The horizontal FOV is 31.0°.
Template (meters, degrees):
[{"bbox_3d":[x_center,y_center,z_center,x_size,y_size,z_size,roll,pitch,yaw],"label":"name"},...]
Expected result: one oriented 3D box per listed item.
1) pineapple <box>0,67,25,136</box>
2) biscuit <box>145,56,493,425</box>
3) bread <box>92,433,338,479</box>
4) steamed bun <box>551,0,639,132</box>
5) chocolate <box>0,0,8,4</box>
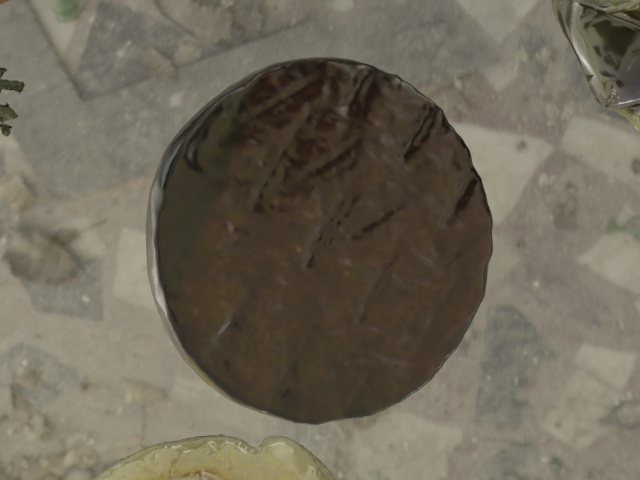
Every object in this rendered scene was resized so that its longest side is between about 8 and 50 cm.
[{"bbox_3d":[-0.362,-0.190,1.016,0.169,0.169,0.340,-13,124,16],"label":"pineapple"},{"bbox_3d":[0.000,0.000,1.296,0.407,0.091,0.407,-1,93,-18],"label":"biscuit"},{"bbox_3d":[-0.050,0.171,0.591,0.148,0.141,0.134,-17,74,0],"label":"bread"},{"bbox_3d":[0.271,-0.192,0.782,0.206,0.320,0.275,-18,154,-18],"label":"steamed bun"},{"bbox_3d":[-0.398,-0.363,1.395,0.157,0.254,0.080,-51,136,-1],"label":"chocolate"}]
